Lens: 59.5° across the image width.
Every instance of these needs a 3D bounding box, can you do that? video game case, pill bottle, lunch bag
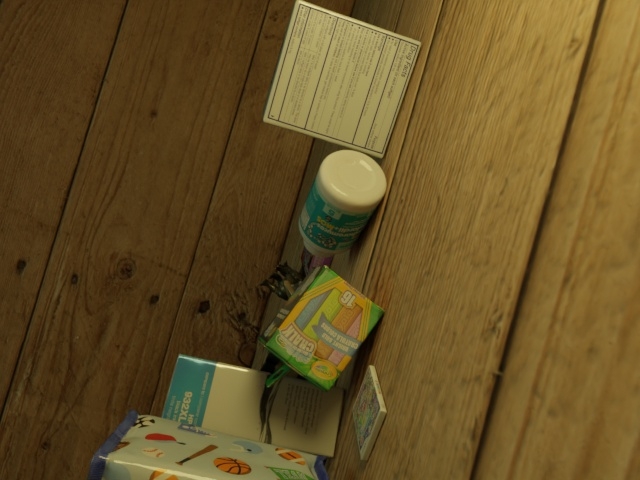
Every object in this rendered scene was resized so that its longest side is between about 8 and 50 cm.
[{"bbox_3d":[0.071,0.255,0.837,0.122,0.011,0.087,-100,27,-72],"label":"video game case"},{"bbox_3d":[0.037,-0.066,1.238,0.264,0.146,0.146,116,168,-54],"label":"pill bottle"},{"bbox_3d":[-0.180,0.474,0.775,0.239,0.328,0.385,162,122,-86],"label":"lunch bag"}]

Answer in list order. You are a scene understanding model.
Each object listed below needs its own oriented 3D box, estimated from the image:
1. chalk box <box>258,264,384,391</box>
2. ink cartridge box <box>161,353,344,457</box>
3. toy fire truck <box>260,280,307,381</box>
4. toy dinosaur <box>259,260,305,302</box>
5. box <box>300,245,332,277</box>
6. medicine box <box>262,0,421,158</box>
[{"bbox_3d":[-0.016,0.165,0.950,0.213,0.132,0.132,-53,6,-9],"label":"chalk box"},{"bbox_3d":[-0.135,0.324,1.065,0.223,0.308,0.129,123,159,-64],"label":"ink cartridge box"},{"bbox_3d":[-0.076,0.253,1.458,0.217,0.159,0.246,114,180,-50],"label":"toy fire truck"},{"bbox_3d":[-0.079,0.142,1.686,0.121,0.160,0.313,-47,-5,3],"label":"toy dinosaur"},{"bbox_3d":[0.000,0.000,1.687,0.293,0.057,0.200,-118,45,-79],"label":"box"},{"bbox_3d":[0.040,-0.357,1.267,0.149,0.289,0.263,-109,36,-73],"label":"medicine box"}]
